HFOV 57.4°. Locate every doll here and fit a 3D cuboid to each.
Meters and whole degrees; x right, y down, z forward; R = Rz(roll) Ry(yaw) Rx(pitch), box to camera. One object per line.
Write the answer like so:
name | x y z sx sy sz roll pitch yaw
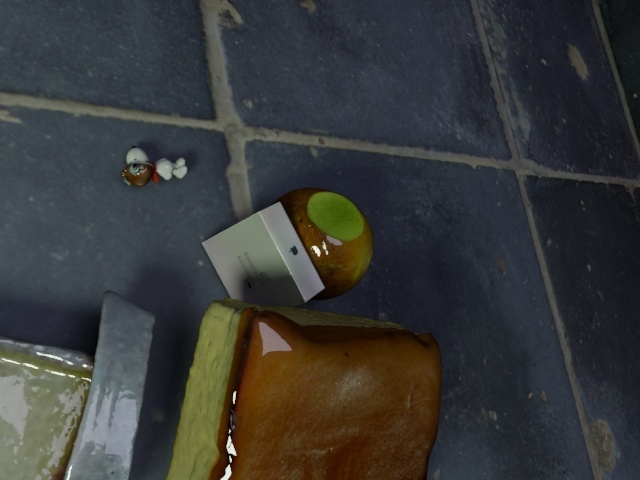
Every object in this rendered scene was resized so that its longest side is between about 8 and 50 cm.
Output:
doll | -0.223 -0.094 0.783 0.085 0.040 0.058 19 53 -34

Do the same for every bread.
bread | -0.013 0.249 0.717 0.333 0.143 0.323 12 87 -36

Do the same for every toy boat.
toy boat | -0.305 0.190 0.580 0.294 0.111 0.276 -1 76 -27

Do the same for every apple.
apple | -0.002 0.004 0.860 0.163 0.146 0.147 44 47 12

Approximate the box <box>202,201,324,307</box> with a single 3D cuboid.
box | -0.078 0.033 0.792 0.051 0.130 0.129 -31 95 -48
